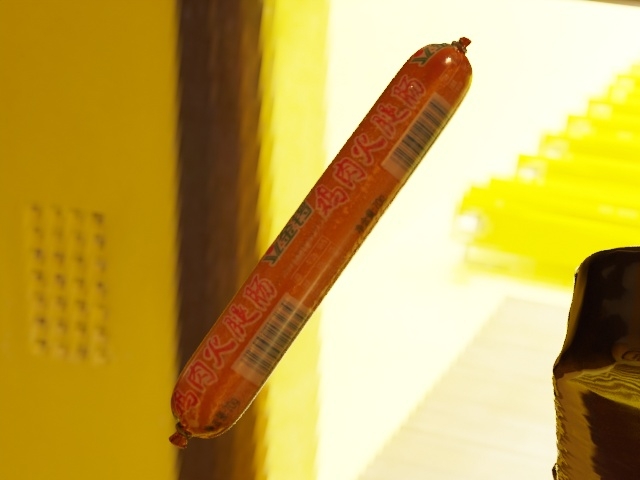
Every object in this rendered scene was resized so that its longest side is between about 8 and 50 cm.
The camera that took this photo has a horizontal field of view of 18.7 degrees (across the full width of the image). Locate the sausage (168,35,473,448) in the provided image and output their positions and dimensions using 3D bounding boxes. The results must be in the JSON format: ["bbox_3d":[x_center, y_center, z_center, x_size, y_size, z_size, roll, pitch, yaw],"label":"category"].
[{"bbox_3d":[0.000,0.000,1.344,0.348,0.053,0.053,-55,-26,-2],"label":"sausage"}]

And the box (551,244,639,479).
[{"bbox_3d":[0.223,0.082,0.672,0.290,0.289,0.073,67,-146,-69],"label":"box"}]
